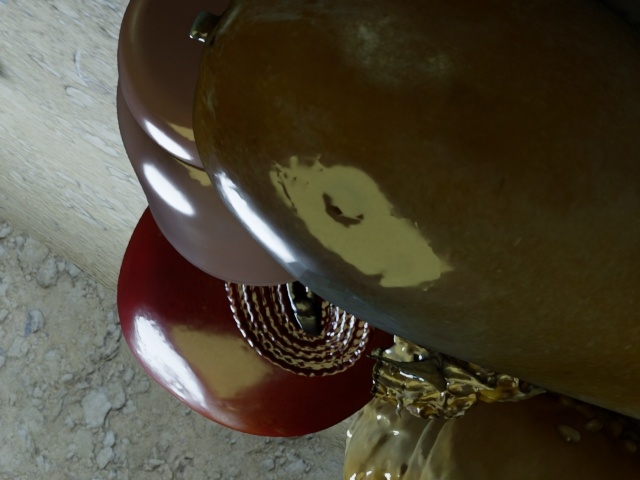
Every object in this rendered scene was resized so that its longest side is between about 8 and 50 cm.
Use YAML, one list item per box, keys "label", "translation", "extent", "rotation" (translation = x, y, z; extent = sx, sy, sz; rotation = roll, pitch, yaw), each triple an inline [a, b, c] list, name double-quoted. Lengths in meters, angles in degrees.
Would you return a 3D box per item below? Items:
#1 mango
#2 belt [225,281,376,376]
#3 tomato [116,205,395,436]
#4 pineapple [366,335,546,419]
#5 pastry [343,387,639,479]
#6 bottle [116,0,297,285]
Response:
- label: "mango"
  translation: [0.106, -0.023, 0.850]
  extent: [0.384, 0.199, 0.221]
  rotation: [32, 168, -11]
- label: "belt"
  translation: [0.000, 0.000, 1.322]
  extent: [0.128, 0.124, 0.201]
  rotation: [11, 133, 13]
- label: "tomato"
  translation: [-0.065, 0.054, 1.546]
  extent: [0.298, 0.226, 0.298]
  rotation: [37, 161, 15]
- label: "pineapple"
  translation: [0.135, 0.092, 1.399]
  extent: [0.161, 0.158, 0.334]
  rotation: [29, 168, 8]
- label: "pastry"
  translation: [0.220, 0.273, 1.748]
  extent: [0.409, 0.245, 0.409]
  rotation: [32, 168, 8]
- label: "bottle"
  translation: [-0.029, -0.086, 1.072]
  extent: [0.206, 0.173, 0.297]
  rotation: [-1, 164, 2]
